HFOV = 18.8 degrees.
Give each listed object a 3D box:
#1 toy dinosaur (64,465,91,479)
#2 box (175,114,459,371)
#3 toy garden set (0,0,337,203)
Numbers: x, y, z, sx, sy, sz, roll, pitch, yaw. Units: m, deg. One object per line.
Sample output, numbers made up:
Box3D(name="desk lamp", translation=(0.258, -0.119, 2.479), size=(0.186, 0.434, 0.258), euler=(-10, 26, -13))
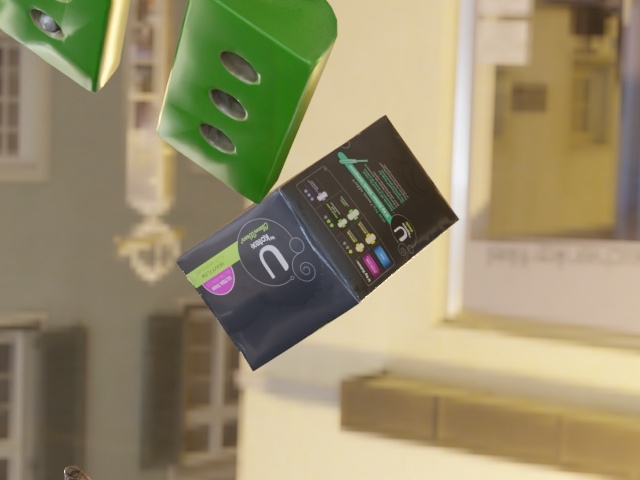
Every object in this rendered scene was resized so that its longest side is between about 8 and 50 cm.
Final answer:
Box3D(name="toy dinosaur", translation=(-0.155, 0.215, 0.789), size=(0.296, 0.200, 0.127), euler=(-21, -123, -37))
Box3D(name="box", translation=(0.000, 0.000, 0.719), size=(0.062, 0.052, 0.083), euler=(-34, -178, 38))
Box3D(name="toy garden set", translation=(-0.090, -0.133, 0.568), size=(0.244, 0.049, 0.204), euler=(35, 157, 4))
